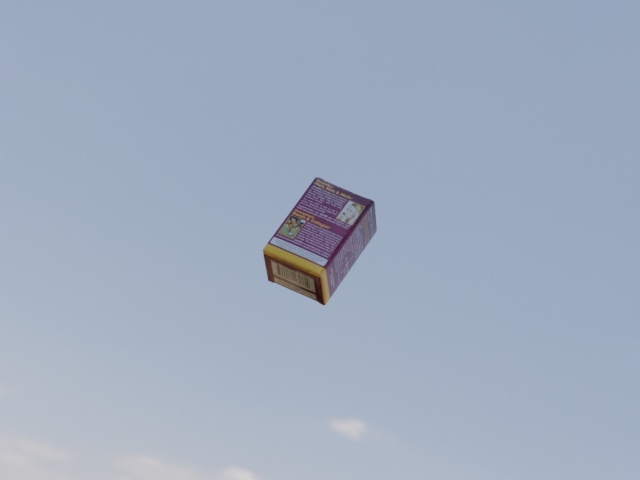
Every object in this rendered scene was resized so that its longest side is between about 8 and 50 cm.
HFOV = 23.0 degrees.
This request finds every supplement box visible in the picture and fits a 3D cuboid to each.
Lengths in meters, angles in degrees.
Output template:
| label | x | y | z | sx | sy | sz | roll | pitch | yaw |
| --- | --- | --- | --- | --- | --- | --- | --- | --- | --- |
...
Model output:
| label | x | y | z | sx | sy | sz | roll | pitch | yaw |
| --- | --- | --- | --- | --- | --- | --- | --- | --- | --- |
| supplement box | 0.000 | 0.000 | 1.225 | 0.055 | 0.083 | 0.043 | 24 | -31 | 22 |
